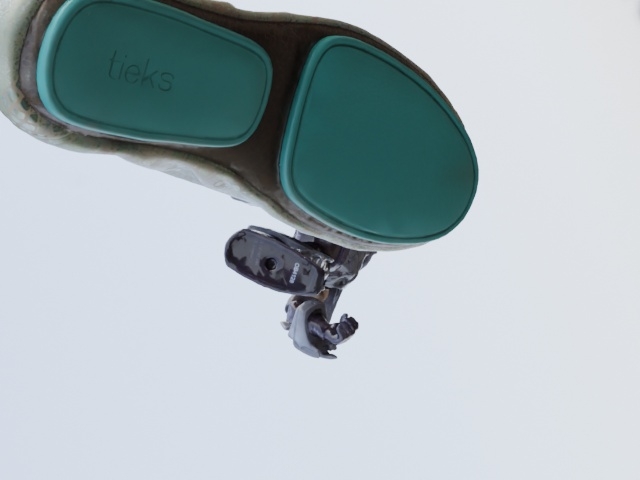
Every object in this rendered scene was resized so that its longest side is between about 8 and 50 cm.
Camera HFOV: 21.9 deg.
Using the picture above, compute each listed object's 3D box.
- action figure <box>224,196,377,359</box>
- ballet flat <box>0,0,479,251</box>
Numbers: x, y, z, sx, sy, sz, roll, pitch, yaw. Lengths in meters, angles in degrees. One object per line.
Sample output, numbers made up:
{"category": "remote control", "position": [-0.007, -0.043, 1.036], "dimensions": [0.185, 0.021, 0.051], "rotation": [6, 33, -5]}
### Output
{"category": "action figure", "position": [0.000, 0.000, 1.301], "dimensions": [0.285, 0.099, 0.185], "rotation": [17, -101, -73]}
{"category": "ballet flat", "position": [-0.024, -0.038, 0.426], "dimensions": [0.168, 0.052, 0.057], "rotation": [20, -89, -47]}
